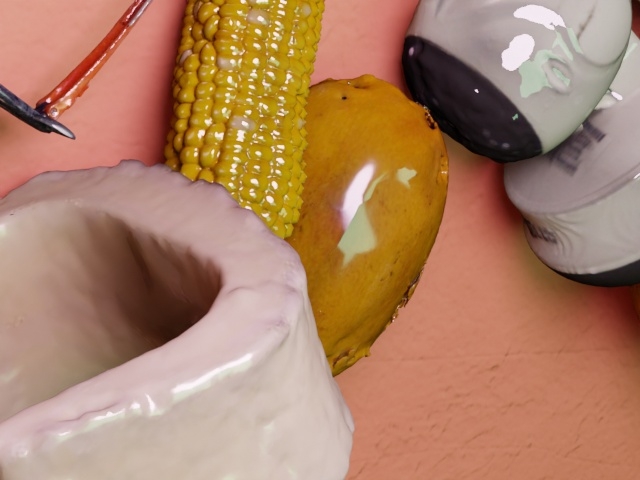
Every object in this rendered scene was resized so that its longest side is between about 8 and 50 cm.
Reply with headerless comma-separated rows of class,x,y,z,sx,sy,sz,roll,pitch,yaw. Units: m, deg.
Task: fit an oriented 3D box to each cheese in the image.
cheese,-0.153,0.097,1.104,0.292,0.332,0.153,-41,126,-32

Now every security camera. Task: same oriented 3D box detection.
security camera,0.185,-0.112,1.378,0.191,0.197,0.277,-46,120,-4

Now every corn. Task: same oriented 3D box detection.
corn,-0.045,-0.144,1.233,0.102,0.102,0.313,15,80,-38

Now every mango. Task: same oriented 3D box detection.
mango,0.000,0.000,1.317,0.156,0.151,0.249,28,100,-3

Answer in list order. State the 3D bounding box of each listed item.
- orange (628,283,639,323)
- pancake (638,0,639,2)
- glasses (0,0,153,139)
orange,0.390,0.017,1.519,0.274,0.274,0.274,-13,113,-32
pancake,0.313,-0.245,1.474,0.244,0.057,0.266,-29,102,-44
glasses,-0.171,-0.222,1.121,0.268,0.118,0.234,-50,124,-12
